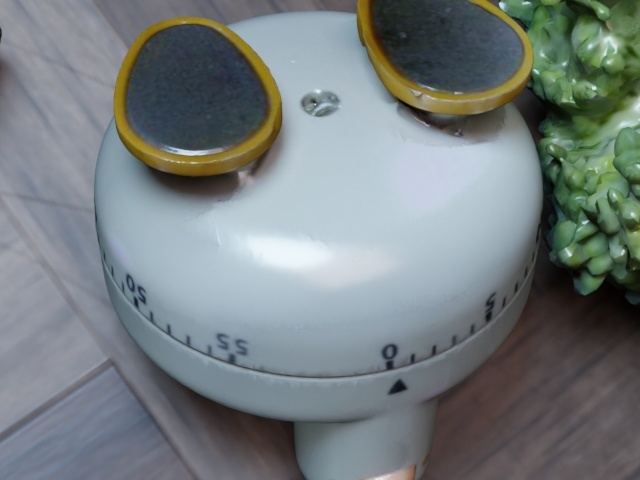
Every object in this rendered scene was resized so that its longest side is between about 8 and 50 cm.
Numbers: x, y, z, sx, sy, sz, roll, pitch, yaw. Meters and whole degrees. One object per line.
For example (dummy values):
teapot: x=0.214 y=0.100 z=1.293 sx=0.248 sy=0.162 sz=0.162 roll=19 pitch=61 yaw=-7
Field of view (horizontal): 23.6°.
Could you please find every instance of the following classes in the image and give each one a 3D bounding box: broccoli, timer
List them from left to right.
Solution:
timer: x=0.000 y=0.000 z=0.800 sx=0.233 sy=0.240 sz=0.233 roll=0 pitch=46 yaw=0
broccoli: x=0.239 y=-0.101 z=0.813 sx=0.277 sy=0.317 sz=0.338 roll=-7 pitch=45 yaw=-14

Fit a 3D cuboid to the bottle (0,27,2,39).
bottle: x=-0.279 y=-0.122 z=0.822 sx=0.201 sy=0.072 sz=0.072 roll=22 pitch=73 yaw=-3
